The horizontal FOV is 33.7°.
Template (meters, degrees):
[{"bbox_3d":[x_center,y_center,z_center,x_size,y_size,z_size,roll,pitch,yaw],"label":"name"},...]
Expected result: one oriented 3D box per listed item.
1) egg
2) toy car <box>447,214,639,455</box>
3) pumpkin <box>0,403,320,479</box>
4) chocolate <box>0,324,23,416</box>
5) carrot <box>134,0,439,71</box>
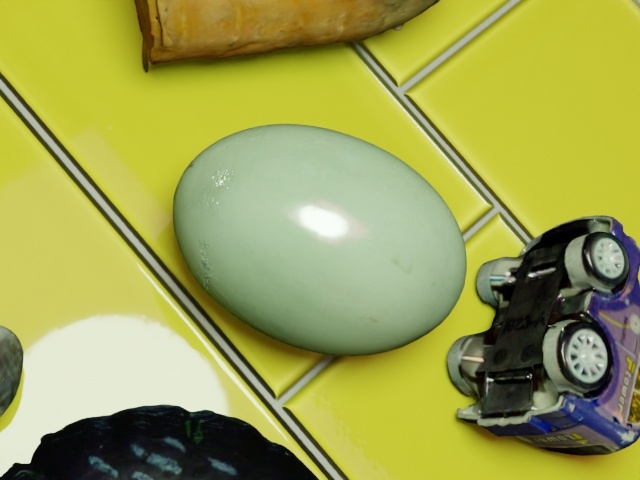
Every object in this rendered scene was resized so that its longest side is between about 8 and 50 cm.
[{"bbox_3d":[0.000,0.000,0.979,0.283,0.203,0.203,20,70,-11],"label":"egg"},{"bbox_3d":[0.250,0.099,1.049,0.158,0.172,0.235,32,65,-21],"label":"toy car"},{"bbox_3d":[-0.132,0.308,0.821,0.363,0.266,0.363,3,76,-10],"label":"pumpkin"},{"bbox_3d":[-0.370,0.144,0.893,0.248,0.110,0.110,-21,80,-16],"label":"chocolate"},{"bbox_3d":[-0.028,-0.303,1.059,0.341,0.224,0.224,-13,78,-12],"label":"carrot"}]
